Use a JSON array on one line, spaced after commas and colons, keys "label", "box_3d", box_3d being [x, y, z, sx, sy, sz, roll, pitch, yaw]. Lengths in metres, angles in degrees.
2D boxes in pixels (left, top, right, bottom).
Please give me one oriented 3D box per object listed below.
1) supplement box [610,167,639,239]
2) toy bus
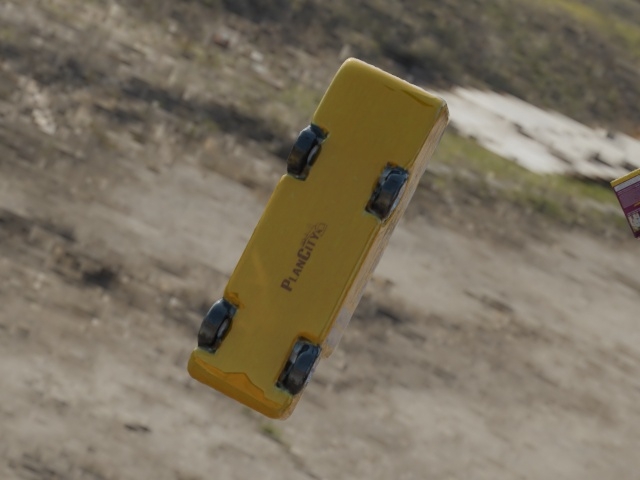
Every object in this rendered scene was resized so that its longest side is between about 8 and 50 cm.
[{"label": "supplement box", "box_3d": [0.423, -0.050, 2.136, 0.043, 0.055, 0.083, -1, 67, -66]}, {"label": "toy bus", "box_3d": [0.000, 0.000, 1.528, 0.108, 0.333, 0.130, 26, -3, 9]}]
